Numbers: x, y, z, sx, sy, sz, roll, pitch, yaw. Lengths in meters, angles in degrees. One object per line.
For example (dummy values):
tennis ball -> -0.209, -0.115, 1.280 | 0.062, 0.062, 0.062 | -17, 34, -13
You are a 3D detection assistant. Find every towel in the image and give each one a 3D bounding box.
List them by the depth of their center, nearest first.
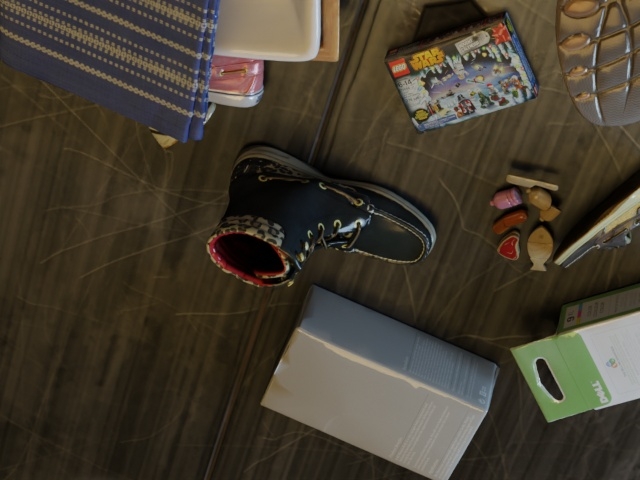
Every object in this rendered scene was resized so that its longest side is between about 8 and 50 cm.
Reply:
towel -> -0.199, -0.267, 1.882 | 0.243, 0.040, 0.336 | 23, 131, 13

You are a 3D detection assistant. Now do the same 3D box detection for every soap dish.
soap dish -> -0.089, -0.325, 1.914 | 0.229, 0.118, 0.291 | 6, 122, 9

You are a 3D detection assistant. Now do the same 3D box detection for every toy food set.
toy food set -> 0.219, -0.024, 2.096 | 0.078, 0.019, 0.122 | 13, 131, 5

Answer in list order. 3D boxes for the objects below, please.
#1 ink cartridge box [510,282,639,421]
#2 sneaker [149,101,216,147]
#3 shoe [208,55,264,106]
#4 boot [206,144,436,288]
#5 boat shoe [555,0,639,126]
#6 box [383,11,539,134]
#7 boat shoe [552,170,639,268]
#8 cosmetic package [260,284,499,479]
ink cartridge box -> 0.327, 0.116, 2.132 | 0.209, 0.062, 0.109 | -18, 116, 22
sneaker -> -0.151, -0.132, 2.100 | 0.083, 0.032, 0.037 | -31, 111, 26
shoe -> -0.145, -0.195, 2.045 | 0.178, 0.063, 0.081 | 8, 122, 1
boot -> -0.002, 0.001, 2.062 | 0.236, 0.178, 0.085 | 23, 123, -2
boat shoe -> 0.290, -0.286, 1.851 | 0.132, 0.130, 0.355 | 2, 116, 7
box -> 0.146, -0.172, 2.012 | 0.137, 0.027, 0.094 | -17, 115, 22
boat shoe -> 0.311, -0.014, 2.058 | 0.049, 0.056, 0.152 | 43, 121, -9
cosmetic package -> 0.066, 0.163, 2.198 | 0.238, 0.107, 0.127 | 27, 124, -1
